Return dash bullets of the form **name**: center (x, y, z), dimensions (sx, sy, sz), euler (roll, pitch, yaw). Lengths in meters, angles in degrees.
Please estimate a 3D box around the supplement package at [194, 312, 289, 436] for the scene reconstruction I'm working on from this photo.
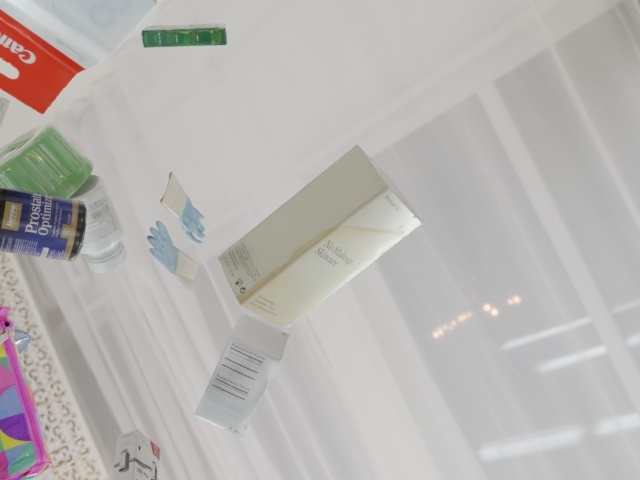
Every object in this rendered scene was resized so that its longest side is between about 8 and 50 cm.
- **supplement package**: center (-0.191, 0.327, 1.713), dimensions (0.139, 0.134, 0.244), euler (-73, -172, -70)

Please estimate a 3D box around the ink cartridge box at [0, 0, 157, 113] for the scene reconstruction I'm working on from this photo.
- **ink cartridge box**: center (-0.573, -0.451, 1.405), dimensions (0.385, 0.091, 0.308), euler (-43, 132, 14)

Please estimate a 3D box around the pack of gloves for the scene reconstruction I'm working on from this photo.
- **pack of gloves**: center (-0.341, -0.016, 1.625), dimensions (0.046, 0.195, 0.232), euler (1, 152, 16)

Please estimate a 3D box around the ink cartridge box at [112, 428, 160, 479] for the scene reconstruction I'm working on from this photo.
- **ink cartridge box**: center (-0.399, 0.498, 1.523), dimensions (0.056, 0.135, 0.099), euler (-21, 131, 10)

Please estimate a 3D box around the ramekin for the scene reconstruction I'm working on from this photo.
- **ramekin**: center (-0.724, -0.153, 1.709), dimensions (0.303, 0.148, 0.303), euler (-26, -152, 15)

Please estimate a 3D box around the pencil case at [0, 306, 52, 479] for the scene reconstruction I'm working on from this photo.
- **pencil case**: center (-0.441, 0.217, 0.953), dimensions (0.104, 0.236, 0.104), euler (-20, 168, -5)

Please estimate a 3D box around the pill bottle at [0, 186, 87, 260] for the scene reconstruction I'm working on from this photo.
- **pill bottle**: center (-0.568, -0.034, 1.328), dimensions (0.219, 0.122, 0.123), euler (10, 156, -28)

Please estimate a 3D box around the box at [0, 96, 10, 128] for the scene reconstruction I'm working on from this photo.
- **box**: center (-0.609, -0.172, 1.169), dimensions (0.063, 0.067, 0.324), euler (25, 156, -36)

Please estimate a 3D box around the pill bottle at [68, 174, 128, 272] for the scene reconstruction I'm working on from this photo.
- **pill bottle**: center (-0.572, -0.038, 1.761), dimensions (0.131, 0.229, 0.131), euler (-9, -147, 6)

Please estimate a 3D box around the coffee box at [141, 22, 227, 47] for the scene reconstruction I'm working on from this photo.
- **coffee box**: center (-0.302, -0.462, 1.571), dimensions (0.184, 0.040, 0.113), euler (-3, -157, -6)

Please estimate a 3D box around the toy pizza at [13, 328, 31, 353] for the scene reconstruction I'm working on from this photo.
- **toy pizza**: center (-0.856, 0.271, 1.810), dimensions (0.201, 0.032, 0.201), euler (-21, 156, -10)

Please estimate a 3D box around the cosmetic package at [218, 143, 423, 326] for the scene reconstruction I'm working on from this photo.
- **cosmetic package**: center (0.000, 0.000, 1.188), dimensions (0.309, 0.113, 0.160), euler (-38, 146, 13)
